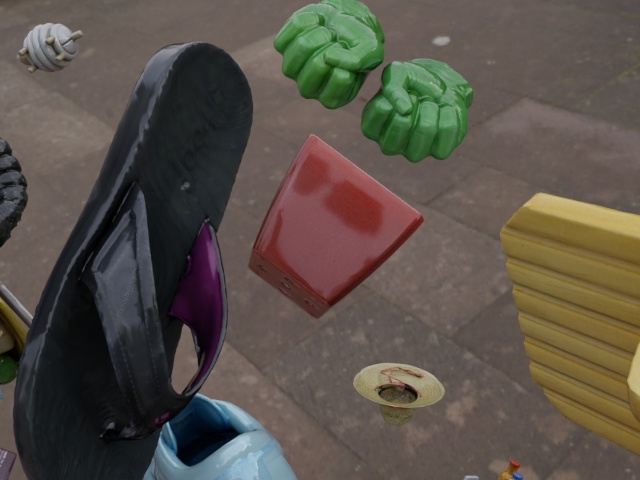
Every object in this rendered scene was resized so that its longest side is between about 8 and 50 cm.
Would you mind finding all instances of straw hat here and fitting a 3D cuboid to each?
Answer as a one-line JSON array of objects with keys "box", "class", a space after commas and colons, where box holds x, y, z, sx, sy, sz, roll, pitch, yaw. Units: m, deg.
[{"box": [0.114, 0.240, 1.078, 0.144, 0.061, 0.144, 4, 15, -1], "class": "straw hat"}]

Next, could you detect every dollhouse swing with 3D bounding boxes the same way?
[{"box": [0.256, 0.168, 0.599, 0.304, 0.347, 0.315, 8, 42, 38], "class": "dollhouse swing"}]

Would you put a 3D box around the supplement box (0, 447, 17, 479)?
[{"box": [-0.558, 0.337, 1.047, 0.188, 0.104, 0.081, 28, 22, -17], "class": "supplement box"}]

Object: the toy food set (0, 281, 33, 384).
[{"box": [-0.371, 0.103, 0.773, 0.128, 0.218, 0.071, 49, 56, 1], "class": "toy food set"}]

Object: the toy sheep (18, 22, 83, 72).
[{"box": [-0.472, -0.338, 1.270, 0.132, 0.091, 0.091, -12, 35, 16], "class": "toy sheep"}]

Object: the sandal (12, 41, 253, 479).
[{"box": [-0.143, 0.032, 0.639, 0.106, 0.167, 0.446, 9, 81, 34], "class": "sandal"}]

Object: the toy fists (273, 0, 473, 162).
[{"box": [0.071, -0.210, 0.945, 0.279, 0.096, 0.142, 35, 60, -2], "class": "toy fists"}]

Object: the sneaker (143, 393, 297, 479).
[{"box": [-0.130, 0.226, 0.804, 0.135, 0.150, 0.365, -25, 11, -32], "class": "sneaker"}]

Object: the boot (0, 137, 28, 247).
[{"box": [-0.365, 0.085, 0.607, 0.260, 0.131, 0.348, -24, 66, 31], "class": "boot"}]

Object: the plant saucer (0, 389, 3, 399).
[{"box": [-0.475, 0.163, 0.965, 0.067, 0.018, 0.192, -5, 24, -32], "class": "plant saucer"}]

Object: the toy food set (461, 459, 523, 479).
[{"box": [0.372, 0.551, 1.600, 0.232, 0.105, 0.111, 14, 10, -35], "class": "toy food set"}]

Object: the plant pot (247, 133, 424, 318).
[{"box": [0.000, 0.000, 1.420, 0.267, 0.267, 0.236, 37, 74, 1], "class": "plant pot"}]
